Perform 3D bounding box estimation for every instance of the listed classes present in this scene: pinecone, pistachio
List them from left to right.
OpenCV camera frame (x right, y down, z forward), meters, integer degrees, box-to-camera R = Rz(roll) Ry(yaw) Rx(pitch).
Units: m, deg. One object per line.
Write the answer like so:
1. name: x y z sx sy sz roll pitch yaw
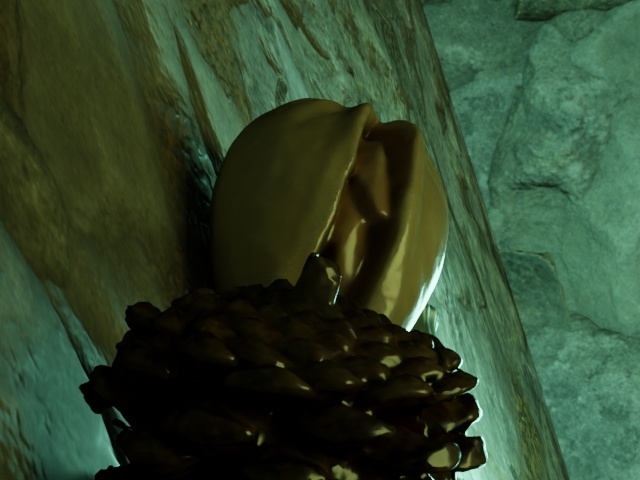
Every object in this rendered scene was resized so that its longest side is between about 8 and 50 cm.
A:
1. pinecone: -0.033 0.136 1.159 0.257 0.243 0.243 -61 152 -12
2. pistachio: 0.000 0.000 1.590 0.193 0.214 0.318 25 37 -7

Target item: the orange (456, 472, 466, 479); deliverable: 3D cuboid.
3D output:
1. orange: 0.061 0.258 1.491 0.161 0.193 0.193 37 -25 58

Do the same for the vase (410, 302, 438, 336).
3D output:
1. vase: 0.108 0.134 2.115 0.081 0.081 0.149 59 14 -46
